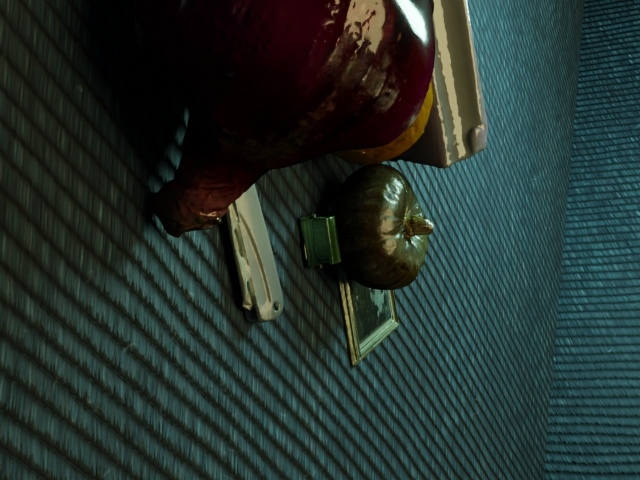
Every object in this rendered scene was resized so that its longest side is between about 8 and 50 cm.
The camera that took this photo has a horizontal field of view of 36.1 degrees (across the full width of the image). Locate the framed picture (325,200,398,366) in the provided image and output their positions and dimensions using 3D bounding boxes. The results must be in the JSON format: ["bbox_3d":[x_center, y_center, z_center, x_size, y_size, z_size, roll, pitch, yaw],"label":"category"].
[{"bbox_3d":[0.085,0.056,1.808,0.232,0.019,0.296,-30,113,-62],"label":"framed picture"}]

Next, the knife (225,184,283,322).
[{"bbox_3d":[-0.107,-0.007,1.396,0.073,0.040,0.266,-28,112,-50],"label":"knife"}]

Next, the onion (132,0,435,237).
[{"bbox_3d":[-0.066,-0.186,1.201,0.398,0.398,0.420,26,84,-61],"label":"onion"}]

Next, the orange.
[{"bbox_3d":[0.077,-0.236,1.621,0.193,0.219,0.219,-116,-173,-63],"label":"orange"}]

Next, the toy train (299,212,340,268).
[{"bbox_3d":[0.000,0.000,1.597,0.038,0.056,0.093,-19,102,-62],"label":"toy train"}]

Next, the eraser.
[{"bbox_3d":[0.171,-0.326,1.776,0.122,0.272,0.359,-19,106,-22],"label":"eraser"}]

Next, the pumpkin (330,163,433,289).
[{"bbox_3d":[0.113,-0.015,1.679,0.219,0.162,0.219,-6,90,-65],"label":"pumpkin"}]
